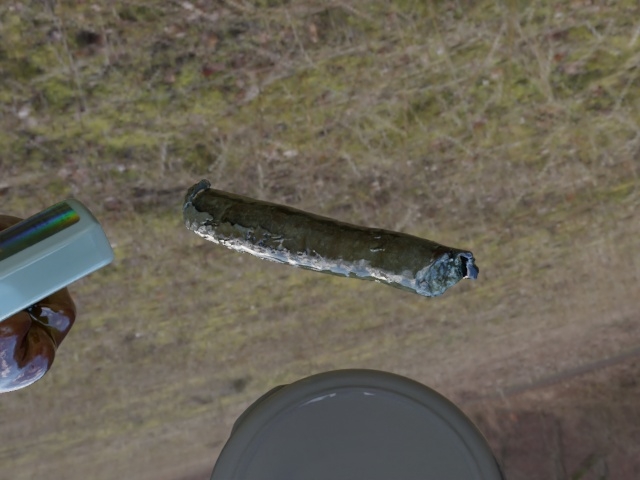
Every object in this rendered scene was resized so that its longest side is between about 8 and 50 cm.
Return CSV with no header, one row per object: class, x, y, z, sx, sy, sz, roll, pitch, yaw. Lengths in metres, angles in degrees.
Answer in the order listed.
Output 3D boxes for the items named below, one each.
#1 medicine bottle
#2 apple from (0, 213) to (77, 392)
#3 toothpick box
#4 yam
medicine bottle,-0.351,0.038,0.947,0.229,0.083,0.121,-31,-151,-21
apple,-0.519,0.084,1.212,0.317,0.288,0.288,4,171,13
toothpick box,0.038,0.243,0.699,0.229,0.229,0.316,-14,152,-5
yam,0.000,0.000,0.356,0.130,0.027,0.033,13,159,31
